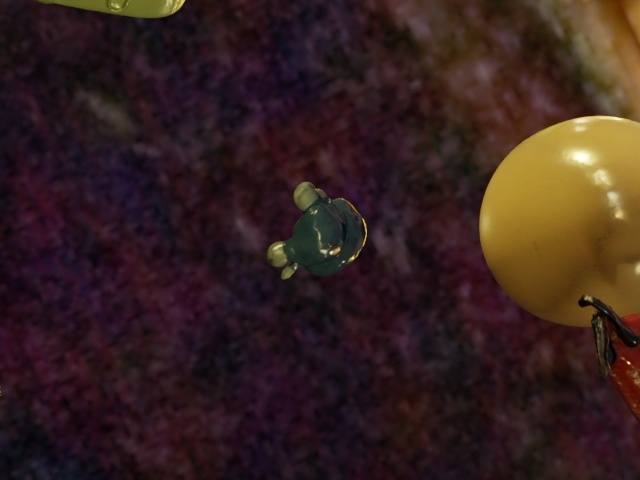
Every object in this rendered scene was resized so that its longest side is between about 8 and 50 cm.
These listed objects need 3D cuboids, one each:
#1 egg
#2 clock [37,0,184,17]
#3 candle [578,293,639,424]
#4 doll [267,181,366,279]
[{"bbox_3d":[0.263,-0.020,1.630,0.201,0.201,0.244,64,-19,0],"label":"egg"},{"bbox_3d":[-0.213,-0.319,1.382,0.235,0.096,0.308,8,47,-18],"label":"clock"},{"bbox_3d":[0.284,0.125,1.382,0.302,0.084,0.059,47,-3,-40],"label":"candle"},{"bbox_3d":[0.000,0.000,1.311,0.050,0.076,0.083,33,10,22],"label":"doll"}]
